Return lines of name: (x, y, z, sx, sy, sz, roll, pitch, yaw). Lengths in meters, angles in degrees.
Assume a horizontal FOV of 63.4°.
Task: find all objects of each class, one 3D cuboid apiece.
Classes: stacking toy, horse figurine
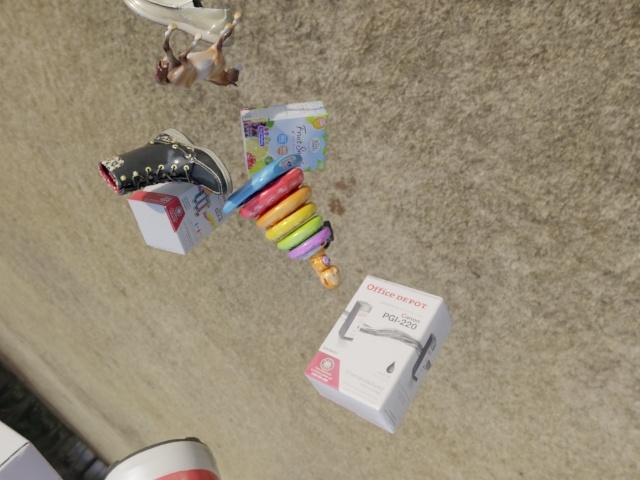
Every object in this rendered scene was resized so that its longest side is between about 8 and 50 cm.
stacking toy: (-0.047, -0.020, 1.118, 0.166, 0.175, 0.301, -32, 95, 34)
horse figurine: (-0.250, -0.368, 1.058, 0.066, 0.263, 0.174, 46, 137, 7)

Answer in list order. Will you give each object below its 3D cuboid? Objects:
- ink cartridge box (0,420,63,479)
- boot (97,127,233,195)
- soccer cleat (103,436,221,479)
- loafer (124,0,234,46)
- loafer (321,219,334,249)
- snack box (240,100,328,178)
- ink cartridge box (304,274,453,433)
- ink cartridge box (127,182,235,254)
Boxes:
ink cartridge box: (-0.282, 0.205, 0.445, 0.151, 0.063, 0.109, 8, 128, 35)
boot: (-0.301, -0.126, 1.007, 0.236, 0.179, 0.085, 36, 142, 31)
soccer cleat: (-0.104, 0.293, 0.432, 0.116, 0.109, 0.318, -124, 25, -44)
loafer: (-0.320, -0.537, 1.208, 0.269, 0.102, 0.092, 19, 112, -5)
loafer: (0.000, 0.000, 1.501, 0.061, 0.062, 0.170, 65, 165, 12)
snack box: (-0.090, -0.252, 1.303, 0.174, 0.207, 0.070, 91, 165, -48)
ink cartridge box: (0.101, 0.181, 0.873, 0.159, 0.217, 0.092, 16, 147, 38)
ink cartridge box: (-0.306, -0.076, 1.158, 0.128, 0.176, 0.128, 10, 130, 32)
